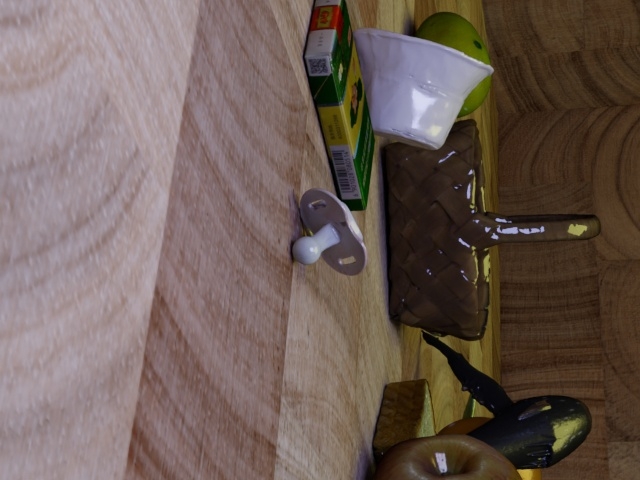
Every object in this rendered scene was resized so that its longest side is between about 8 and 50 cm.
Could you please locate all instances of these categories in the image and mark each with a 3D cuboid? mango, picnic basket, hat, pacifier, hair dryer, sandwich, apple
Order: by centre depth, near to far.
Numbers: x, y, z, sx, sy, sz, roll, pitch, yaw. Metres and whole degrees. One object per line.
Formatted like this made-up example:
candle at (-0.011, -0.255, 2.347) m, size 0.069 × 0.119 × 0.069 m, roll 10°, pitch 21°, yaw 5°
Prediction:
pacifier at (0.000, 0.000, 1.183) m, size 0.078 × 0.081 × 0.099 m, roll -37°, pitch 102°, yaw -37°
apple at (0.156, 0.347, 1.454) m, size 0.211 × 0.211 × 0.188 m, roll -67°, pitch 151°, yaw -64°
hat at (0.118, -0.191, 1.543) m, size 0.203 × 0.203 × 0.126 m, roll 19°, pitch 87°, yaw -77°
sandwich at (0.125, 0.319, 1.647) m, size 0.186 × 0.065 × 0.214 m, roll -71°, pitch 154°, yaw -61°
picnic basket at (0.265, -0.018, 1.785) m, size 0.293 × 0.337 × 0.337 m, roll -14°, pitch 100°, yaw -78°
hair dryer at (0.236, 0.258, 1.922) m, size 0.359 × 0.304 × 0.120 m, roll 45°, pitch -41°, yaw 47°
mango at (0.227, -0.319, 2.108) m, size 0.293 × 0.143 × 0.175 m, roll -88°, pitch 172°, yaw -67°

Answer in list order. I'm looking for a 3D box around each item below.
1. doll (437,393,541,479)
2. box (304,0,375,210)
doll at (0.270, 0.393, 2.015) m, size 0.236 × 0.213 × 0.213 m, roll -101°, pitch -176°, yaw -75°
box at (0.026, -0.161, 1.376) m, size 0.235 × 0.034 × 0.132 m, roll 75°, pitch 18°, yaw -45°
